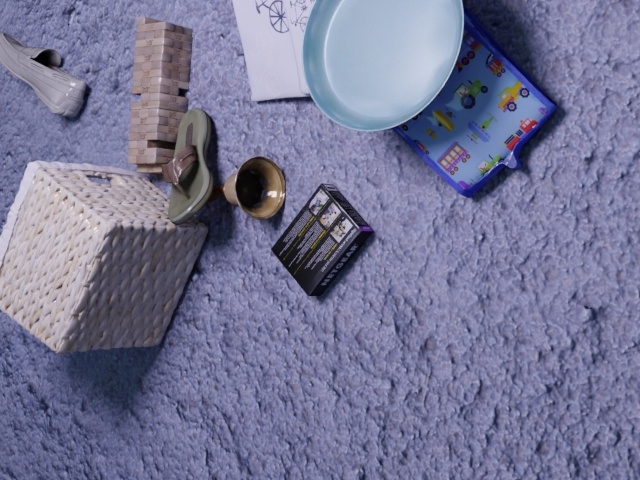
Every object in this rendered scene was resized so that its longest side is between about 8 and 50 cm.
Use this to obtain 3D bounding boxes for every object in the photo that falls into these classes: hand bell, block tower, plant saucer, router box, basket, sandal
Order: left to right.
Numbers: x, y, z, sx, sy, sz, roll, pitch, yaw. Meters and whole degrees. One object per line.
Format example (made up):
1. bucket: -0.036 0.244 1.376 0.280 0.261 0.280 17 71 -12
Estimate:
1. basket: -0.469 0.041 2.036 0.266 0.328 0.331 36 108 30
2. block tower: -0.348 -0.314 2.105 0.097 0.091 0.335 2 90 36
3. sandal: -0.288 -0.156 1.995 0.120 0.086 0.302 -32 46 31
4. hand bell: -0.195 -0.101 1.995 0.242 0.126 0.126 -2 87 50
5. router box: 0.000 0.000 1.862 0.179 0.046 0.133 -51 62 24
6. plant saucer: 0.107 -0.335 1.623 0.318 0.044 0.317 -5 81 36

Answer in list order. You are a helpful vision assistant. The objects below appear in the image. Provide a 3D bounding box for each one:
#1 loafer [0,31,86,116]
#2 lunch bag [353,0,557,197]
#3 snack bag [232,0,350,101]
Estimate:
1. loafer: -0.674 -0.420 2.345 0.319 0.112 0.111 40 106 22
2. lunch bag: 0.242 -0.233 1.655 0.221 0.138 0.293 -46 72 23
3. snack bag: -0.060 -0.425 1.829 0.343 0.037 0.323 5 114 46
